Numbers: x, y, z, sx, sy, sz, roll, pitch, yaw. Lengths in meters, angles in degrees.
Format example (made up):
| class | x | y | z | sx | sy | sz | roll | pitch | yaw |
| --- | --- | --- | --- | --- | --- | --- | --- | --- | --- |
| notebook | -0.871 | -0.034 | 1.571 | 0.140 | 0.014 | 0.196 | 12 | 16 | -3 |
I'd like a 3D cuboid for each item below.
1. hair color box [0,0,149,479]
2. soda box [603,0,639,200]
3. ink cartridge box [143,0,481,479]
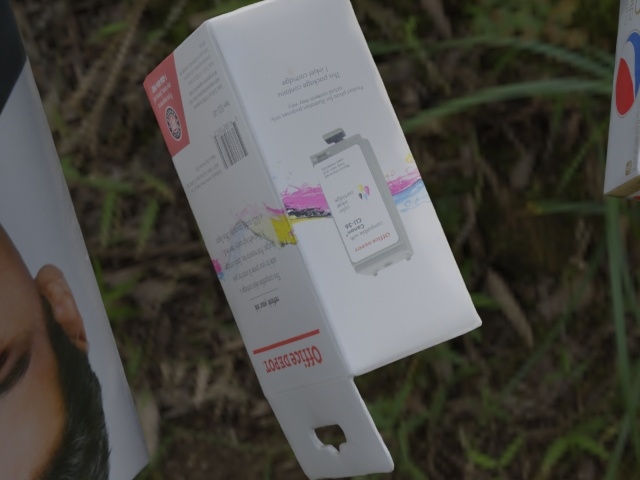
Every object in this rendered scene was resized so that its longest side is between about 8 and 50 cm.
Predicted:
| class | x | y | z | sx | sy | sz | roll | pitch | yaw |
| --- | --- | --- | --- | --- | --- | --- | --- | --- | --- |
| hair color box | -0.185 | -0.004 | 0.616 | 0.114 | 0.374 | 0.185 | 24 | 54 | 29 |
| soda box | 0.224 | -0.132 | 1.176 | 0.069 | 0.074 | 0.216 | 7 | 81 | -7 |
| ink cartridge box | 0.000 | 0.000 | 0.830 | 0.067 | 0.198 | 0.115 | -21 | -1 | -21 |
